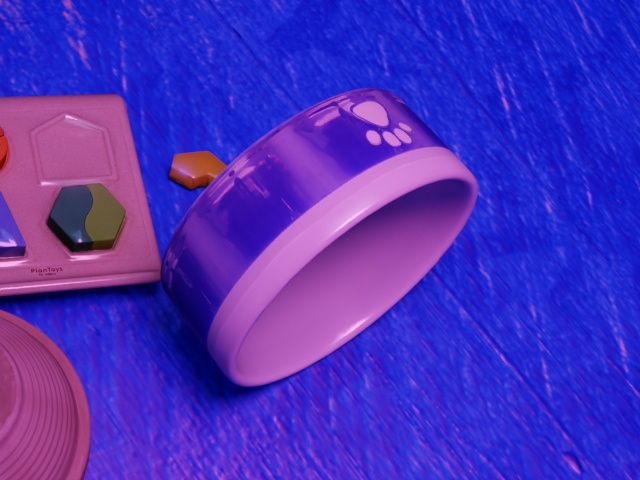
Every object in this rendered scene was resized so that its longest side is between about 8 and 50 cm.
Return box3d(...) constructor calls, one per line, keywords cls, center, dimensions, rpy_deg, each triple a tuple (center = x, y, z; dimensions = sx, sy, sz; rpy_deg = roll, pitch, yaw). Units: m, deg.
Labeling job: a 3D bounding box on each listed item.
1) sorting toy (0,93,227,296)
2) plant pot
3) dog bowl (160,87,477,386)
box3d(cls="sorting toy", center=(-0.218, -0.054, 1.158), dimensions=(0.307, 0.041, 0.229), rpy_deg=(-5, 57, -22))
box3d(cls="plant pot", center=(-0.298, 0.139, 0.999), dimensions=(0.237, 0.110, 0.237), rpy_deg=(7, 58, -11))
box3d(cls="dog bowl", center=(0.000, 0.000, 1.066), dimensions=(0.265, 0.265, 0.104), rpy_deg=(-29, 68, -27))
